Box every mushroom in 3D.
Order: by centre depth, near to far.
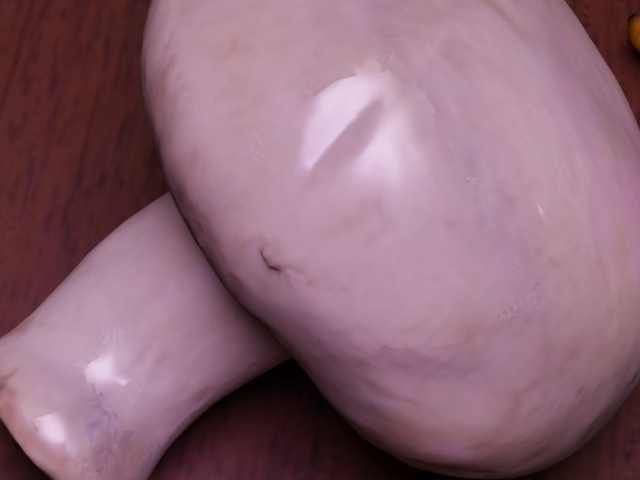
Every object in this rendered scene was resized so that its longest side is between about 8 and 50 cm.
[{"bbox_3d":[0.022,-0.019,0.880,0.315,0.315,0.356,42,54,16],"label":"mushroom"}]

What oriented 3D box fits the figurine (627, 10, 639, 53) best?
[{"bbox_3d":[0.280,-0.152,1.090,0.186,0.176,0.287,-37,44,20],"label":"figurine"}]
